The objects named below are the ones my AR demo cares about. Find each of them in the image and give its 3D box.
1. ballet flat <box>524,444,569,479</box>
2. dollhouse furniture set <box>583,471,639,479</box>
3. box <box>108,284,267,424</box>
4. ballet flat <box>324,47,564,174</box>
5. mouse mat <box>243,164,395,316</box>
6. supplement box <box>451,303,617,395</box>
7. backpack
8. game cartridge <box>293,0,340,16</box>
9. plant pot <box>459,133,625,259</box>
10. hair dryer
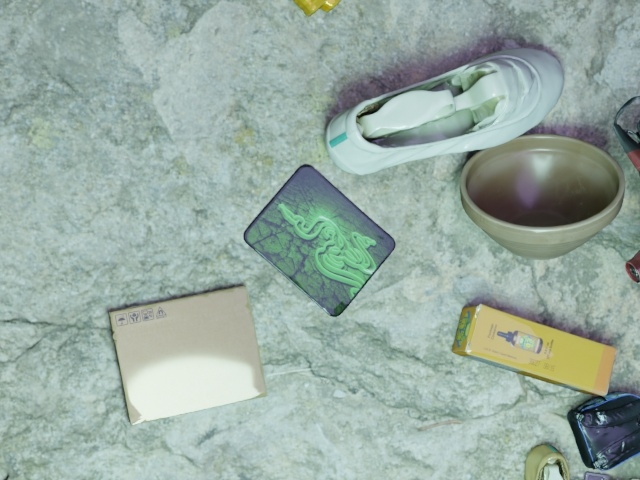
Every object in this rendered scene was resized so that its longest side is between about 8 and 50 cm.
[{"bbox_3d":[0.337,0.422,1.845,0.080,0.073,0.232,-2,87,-13],"label":"ballet flat"},{"bbox_3d":[0.449,0.414,1.868,0.091,0.081,0.114,11,84,-12],"label":"dollhouse furniture set"},{"bbox_3d":[-0.187,0.162,1.765,0.201,0.021,0.164,-11,89,-14],"label":"box"},{"bbox_3d":[0.201,-0.197,1.823,0.400,0.139,0.139,-19,91,-14],"label":"ballet flat"},{"bbox_3d":[0.000,0.000,1.829,0.190,0.007,0.152,41,78,-8],"label":"mouse mat"},{"bbox_3d":[0.319,0.164,1.857,0.233,0.080,0.078,19,81,-13],"label":"supplement box"},{"bbox_3d":[0.437,0.281,1.872,0.114,0.084,0.105,-21,91,-10],"label":"backpack"},{"bbox_3d":[-0.020,-0.532,1.837,0.324,0.053,0.285,44,78,-6],"label":"game cartridge"},{"bbox_3d":[0.326,-0.049,1.830,0.237,0.237,0.109,-19,130,-14],"label":"plant pot"},{"bbox_3d":[0.518,-0.060,1.834,0.224,0.080,0.293,16,66,13],"label":"hair dryer"}]
